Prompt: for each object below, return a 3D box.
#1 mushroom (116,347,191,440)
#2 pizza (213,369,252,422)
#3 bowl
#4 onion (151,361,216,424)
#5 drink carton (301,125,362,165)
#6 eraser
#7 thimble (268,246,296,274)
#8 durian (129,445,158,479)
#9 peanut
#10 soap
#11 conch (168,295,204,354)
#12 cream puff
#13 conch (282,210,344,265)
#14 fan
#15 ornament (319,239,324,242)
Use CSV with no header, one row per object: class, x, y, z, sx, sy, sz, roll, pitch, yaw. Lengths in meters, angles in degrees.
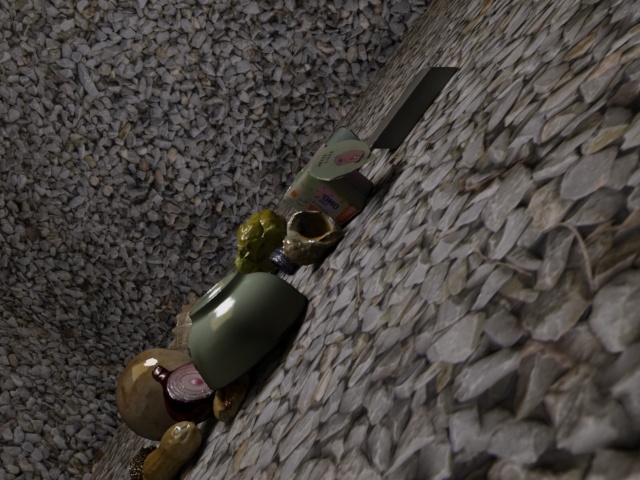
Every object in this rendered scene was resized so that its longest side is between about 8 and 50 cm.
mushroom,-0.495,0.482,1.820,0.293,0.292,0.290,-54,-6,-2
pizza,-0.229,0.381,1.487,0.134,0.056,0.271,-49,11,27
bowl,-0.222,0.203,1.489,0.353,0.185,0.354,-40,10,9
onion,-0.384,0.425,1.596,0.195,0.217,0.140,-59,-20,-52
drink carton,0.068,-0.300,2.080,0.189,0.185,0.191,-43,8,-6
eraser,0.275,-0.408,1.741,0.353,0.077,0.111,-52,14,5
thimble,-0.123,0.066,1.908,0.066,0.095,0.104,-54,-4,-11
durian,-0.547,0.699,1.766,0.188,0.091,0.148,-45,14,32
peanut,-0.399,0.575,1.507,0.263,0.101,0.117,-52,-15,21
soap,0.023,-0.147,1.677,0.182,0.199,0.138,-41,14,48
conch,-0.400,0.293,1.973,0.297,0.210,0.352,-34,-3,-42
cream puff,-0.210,0.026,2.167,0.282,0.185,0.282,-50,-22,-29
conch,-0.029,-0.012,1.637,0.207,0.155,0.130,-21,10,38
fan,0.114,-0.222,1.511,0.309,0.010,0.182,1,46,28
ornament,-0.001,0.003,1.737,0.068,0.041,0.092,-50,21,39
